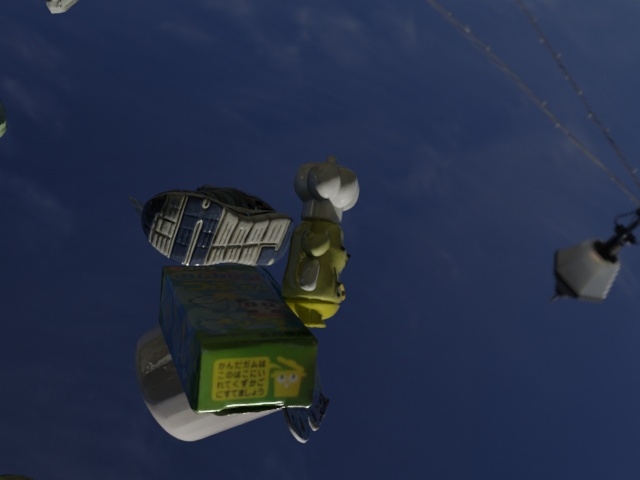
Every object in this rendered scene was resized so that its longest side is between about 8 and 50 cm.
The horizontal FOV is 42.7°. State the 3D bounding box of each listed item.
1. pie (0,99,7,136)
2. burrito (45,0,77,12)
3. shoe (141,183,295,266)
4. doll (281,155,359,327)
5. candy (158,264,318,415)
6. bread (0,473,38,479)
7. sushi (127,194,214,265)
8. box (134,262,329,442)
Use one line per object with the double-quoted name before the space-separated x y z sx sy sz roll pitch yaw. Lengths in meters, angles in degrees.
"pie" -0.477 -0.227 1.025 0.054 0.240 0.240 -39 -104 -17
"burrito" -0.419 -0.448 1.420 0.064 0.203 0.064 7 -100 -42
"shoe" -0.135 -0.024 1.031 0.207 0.091 0.106 6 -157 -43
"doll" 0.000 0.000 0.763 0.062 0.106 0.162 6 -96 2
"candy" -0.078 0.078 0.700 0.097 0.062 0.194 0 -164 -20
"bread" -0.518 0.474 1.221 0.302 0.301 0.045 -4 -145 -39
"sushi" -0.244 -0.013 1.460 0.139 0.031 0.201 53 -169 35
"box" -0.134 0.197 1.192 0.262 0.207 0.291 44 -156 -51
